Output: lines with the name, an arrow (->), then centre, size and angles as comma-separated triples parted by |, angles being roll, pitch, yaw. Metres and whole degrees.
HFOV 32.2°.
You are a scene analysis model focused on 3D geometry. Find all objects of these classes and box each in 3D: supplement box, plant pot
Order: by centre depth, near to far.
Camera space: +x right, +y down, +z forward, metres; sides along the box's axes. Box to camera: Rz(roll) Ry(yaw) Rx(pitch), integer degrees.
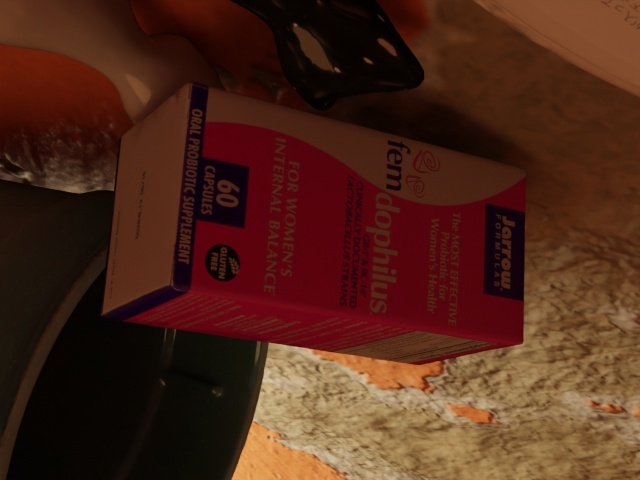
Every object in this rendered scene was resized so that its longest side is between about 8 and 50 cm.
supplement box -> 0.000, 0.000, 0.642 | 0.220, 0.111, 0.114 | 11, 163, -28
plant pot -> -0.263, 0.091, 0.839 | 0.334, 0.341, 0.341 | 15, 152, 23

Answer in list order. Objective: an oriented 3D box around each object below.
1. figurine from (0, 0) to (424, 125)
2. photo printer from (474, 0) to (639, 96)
figurine -> -0.082, -0.123, 0.585 | 0.214, 0.092, 0.209 | -8, 145, 42
photo printer -> 0.147, -0.162, 0.349 | 0.256, 0.107, 0.307 | 30, 150, -19
